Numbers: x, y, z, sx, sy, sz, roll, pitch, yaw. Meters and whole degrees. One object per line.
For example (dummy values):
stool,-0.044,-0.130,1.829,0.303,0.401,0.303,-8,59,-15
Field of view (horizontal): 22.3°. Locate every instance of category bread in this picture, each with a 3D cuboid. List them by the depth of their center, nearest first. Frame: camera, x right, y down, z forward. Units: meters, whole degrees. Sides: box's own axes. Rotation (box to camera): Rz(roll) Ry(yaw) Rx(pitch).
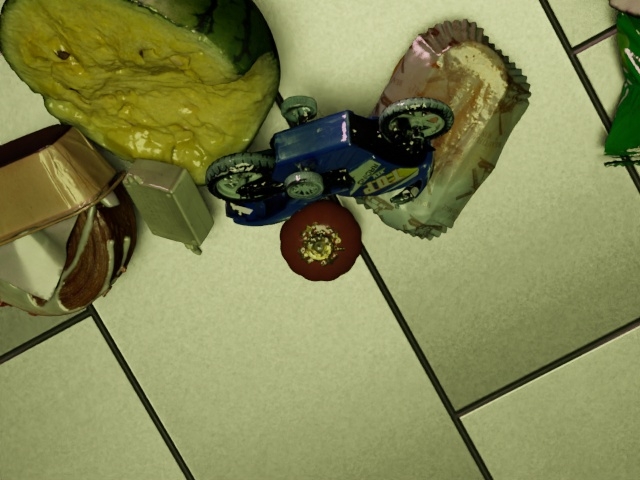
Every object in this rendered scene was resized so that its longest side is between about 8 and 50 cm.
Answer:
bread,-0.323,-0.019,1.936,0.224,0.142,0.212,-20,111,22

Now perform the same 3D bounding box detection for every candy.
candy,0.406,-0.186,1.902,0.141,0.078,0.203,1,106,3

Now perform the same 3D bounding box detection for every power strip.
power strip,-0.173,-0.032,1.932,0.075,0.175,0.042,13,59,27

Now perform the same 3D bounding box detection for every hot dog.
hot dog,0.138,-0.129,1.924,0.162,0.082,0.270,32,108,5

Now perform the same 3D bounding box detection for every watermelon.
watermelon,-0.188,-0.228,1.842,0.330,0.189,0.331,19,145,14

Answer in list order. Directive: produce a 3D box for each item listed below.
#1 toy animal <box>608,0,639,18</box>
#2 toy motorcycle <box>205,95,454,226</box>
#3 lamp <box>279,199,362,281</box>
toy animal,0.448,-0.331,1.803,0.266,0.212,0.213,-3,104,-37
toy motorcycle,0.020,-0.085,1.847,0.315,0.169,0.113,-16,62,22
lamp,0.000,0.000,1.948,0.101,0.090,0.101,0,101,1
